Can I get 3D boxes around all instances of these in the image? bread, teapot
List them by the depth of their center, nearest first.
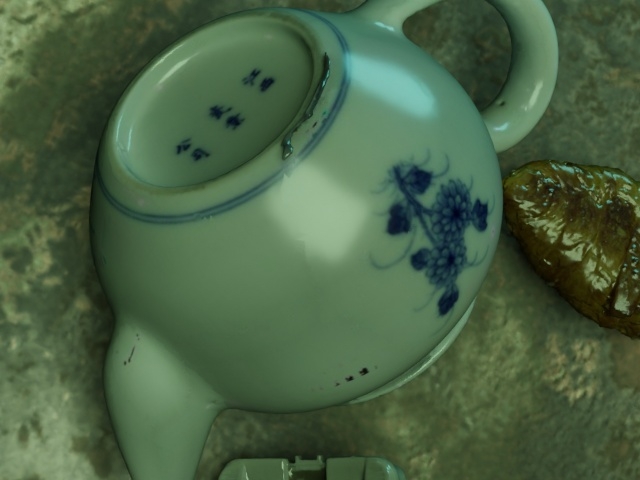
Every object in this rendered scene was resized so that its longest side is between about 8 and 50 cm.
[{"bbox_3d":[0.000,0.000,1.198,0.424,0.252,0.280,-49,133,-13],"label":"teapot"},{"bbox_3d":[0.219,0.016,1.321,0.233,0.076,0.105,21,72,-6],"label":"bread"}]

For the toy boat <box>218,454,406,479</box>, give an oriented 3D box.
[{"bbox_3d":[-0.010,0.268,1.224,0.141,0.141,0.269,8,74,-13],"label":"toy boat"}]
